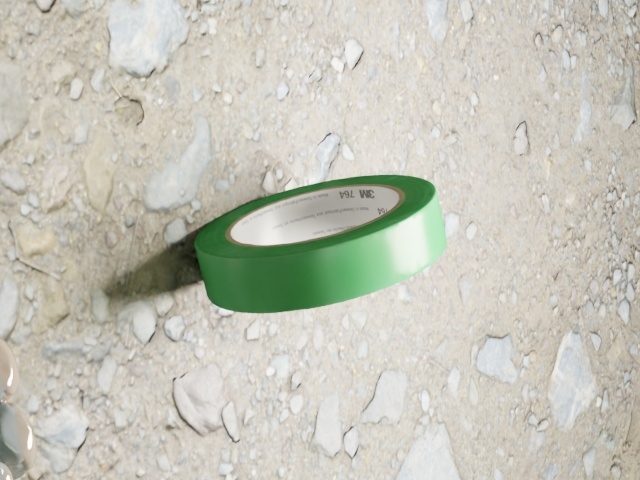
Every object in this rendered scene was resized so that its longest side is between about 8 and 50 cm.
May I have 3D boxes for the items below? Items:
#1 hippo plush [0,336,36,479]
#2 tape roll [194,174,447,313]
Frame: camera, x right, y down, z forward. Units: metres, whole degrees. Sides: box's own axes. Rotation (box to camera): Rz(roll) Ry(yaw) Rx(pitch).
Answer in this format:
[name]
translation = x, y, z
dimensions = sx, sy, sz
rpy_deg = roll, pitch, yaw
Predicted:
[hippo plush]
translation = -0.436, 0.217, 1.512
dimensions = 0.234, 0.236, 0.294
rpy_deg = 48, 42, -15
[tape roll]
translation = 0.000, 0.000, 2.003
dimensions = 0.321, 0.321, 0.077
rpy_deg = -32, 115, -47
